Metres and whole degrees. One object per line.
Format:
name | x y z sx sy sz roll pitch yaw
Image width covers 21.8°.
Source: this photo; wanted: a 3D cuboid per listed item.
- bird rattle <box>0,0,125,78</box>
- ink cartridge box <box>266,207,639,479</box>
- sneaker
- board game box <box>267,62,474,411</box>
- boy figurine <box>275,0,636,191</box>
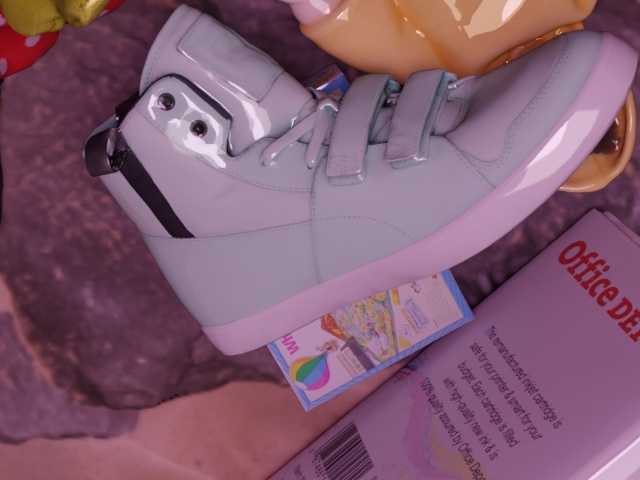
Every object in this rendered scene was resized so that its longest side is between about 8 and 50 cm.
bird rattle | -0.081 -0.122 0.677 0.207 0.253 0.143 -19 78 -20
ink cartridge box | 0.096 0.137 0.831 0.278 0.201 0.117 -40 111 4
sneaker | 0.004 -0.056 0.742 0.256 0.094 0.151 -29 110 28
board game box | 0.000 0.000 0.861 0.103 0.026 0.154 -29 111 0
boy figurine | 0.062 -0.138 0.792 0.177 0.092 0.285 -27 108 -3
